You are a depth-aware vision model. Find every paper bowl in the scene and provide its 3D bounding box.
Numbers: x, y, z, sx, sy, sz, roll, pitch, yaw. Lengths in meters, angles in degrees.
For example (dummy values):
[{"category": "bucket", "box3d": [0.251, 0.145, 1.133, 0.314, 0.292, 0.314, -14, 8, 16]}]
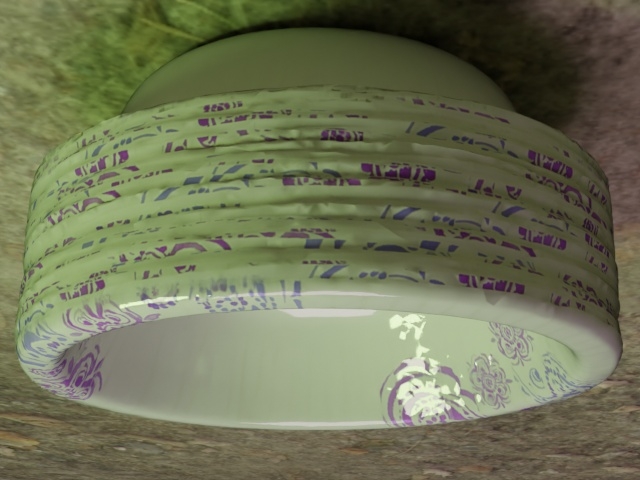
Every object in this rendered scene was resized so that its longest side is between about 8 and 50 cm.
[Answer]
[{"category": "paper bowl", "box3d": [0.000, 0.000, 0.600, 0.284, 0.148, 0.284, 1, 160, 0]}]
